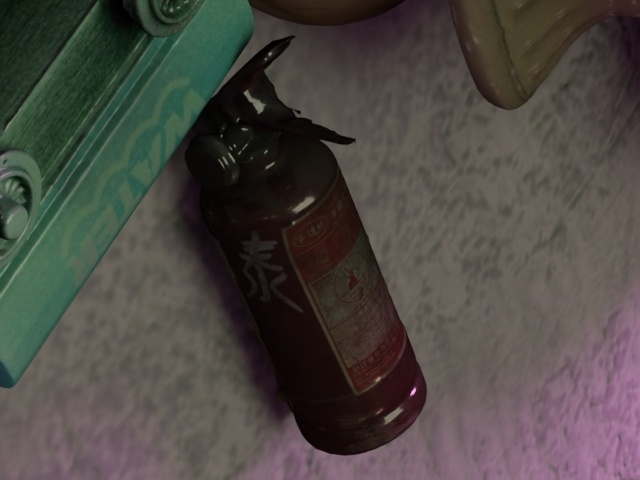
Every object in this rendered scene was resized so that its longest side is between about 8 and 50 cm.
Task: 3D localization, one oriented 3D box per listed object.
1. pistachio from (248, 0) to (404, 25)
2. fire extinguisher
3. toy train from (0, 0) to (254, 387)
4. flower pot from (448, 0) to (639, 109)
[{"bbox_3d":[-0.015,-0.176,0.946,0.126,0.108,0.185,-39,128,10],"label":"pistachio"},{"bbox_3d":[0.000,-0.005,1.005,0.075,0.106,0.252,-68,146,-46],"label":"fire extinguisher"},{"bbox_3d":[-0.118,-0.051,0.878,0.248,0.101,0.159,-56,151,-21],"label":"toy train"},{"bbox_3d":[0.182,-0.189,0.965,0.307,0.244,0.307,-10,90,-76],"label":"flower pot"}]
